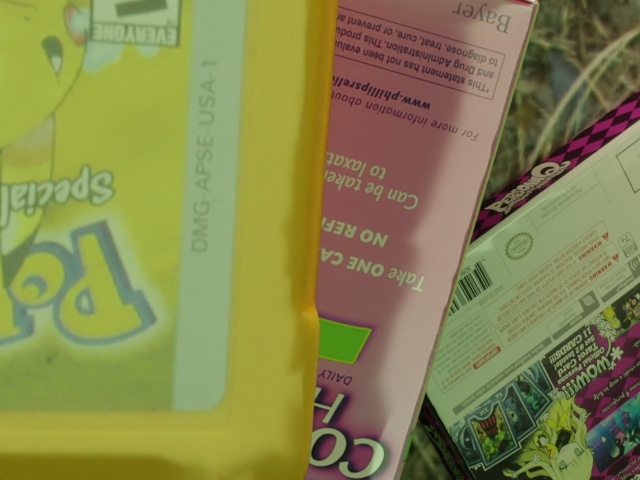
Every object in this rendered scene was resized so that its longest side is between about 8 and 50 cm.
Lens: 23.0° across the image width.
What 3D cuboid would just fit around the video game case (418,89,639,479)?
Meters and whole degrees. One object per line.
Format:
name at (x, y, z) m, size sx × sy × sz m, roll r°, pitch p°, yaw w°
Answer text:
video game case at (0.160, 0.055, 0.908) m, size 0.232 × 0.042 × 0.210 m, roll -36°, pitch 112°, yaw -14°

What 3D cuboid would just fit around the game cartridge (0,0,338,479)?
game cartridge at (-0.136, -0.008, 0.548) m, size 0.285 × 0.052 × 0.324 m, roll 2°, pitch 94°, yaw -17°

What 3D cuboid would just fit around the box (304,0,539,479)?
box at (0.000, 0.000, 0.719) m, size 0.117 × 0.213 × 0.243 m, roll 15°, pitch 94°, yaw 0°
